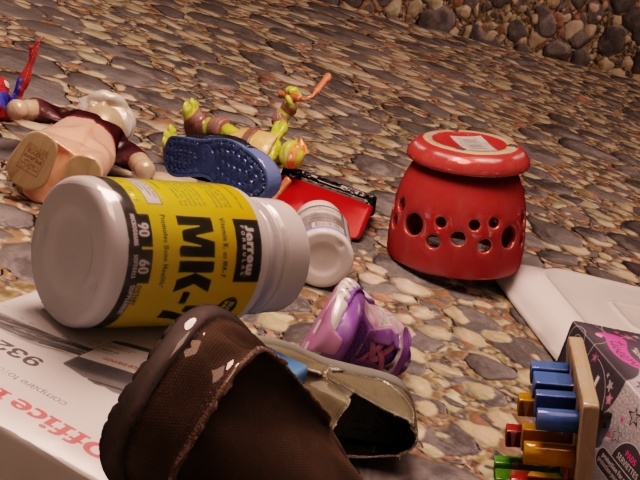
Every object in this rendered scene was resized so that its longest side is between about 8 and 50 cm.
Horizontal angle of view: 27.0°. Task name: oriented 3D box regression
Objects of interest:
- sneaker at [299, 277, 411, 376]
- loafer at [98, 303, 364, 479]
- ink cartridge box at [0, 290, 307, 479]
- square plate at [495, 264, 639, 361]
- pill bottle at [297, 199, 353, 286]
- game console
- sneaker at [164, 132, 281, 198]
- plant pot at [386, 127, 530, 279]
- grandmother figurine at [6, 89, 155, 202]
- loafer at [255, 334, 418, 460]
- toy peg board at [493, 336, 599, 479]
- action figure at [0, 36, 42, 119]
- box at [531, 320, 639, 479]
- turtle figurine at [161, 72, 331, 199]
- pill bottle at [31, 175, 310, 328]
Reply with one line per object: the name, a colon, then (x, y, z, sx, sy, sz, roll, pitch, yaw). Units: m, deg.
sneaker: (0.046, 0.103, 1.384, 0.104, 0.095, 0.236, 35, 4, 8)
loafer: (-0.024, 0.157, 0.896, 0.130, 0.134, 0.366, 26, -15, 26)
ink cartridge box: (-0.181, 0.145, 1.032, 0.223, 0.129, 0.307, 25, 19, 18)
square plate: (0.435, 0.126, 1.784, 0.344, 0.049, 0.347, 12, 19, -16)
pill bottle: (0.000, 0.000, 1.695, 0.078, 0.078, 0.137, 15, 18, -8)
game console: (0.001, -0.044, 1.925, 0.144, 0.085, 0.124, 20, -13, 5)
sneaker: (-0.109, -0.101, 1.741, 0.090, 0.081, 0.232, -6, 18, -38)
plant pot: (0.192, -0.055, 1.840, 0.191, 0.174, 0.191, 3, 19, -1)
grandmother figurine: (-0.316, -0.129, 1.757, 0.207, 0.104, 0.342, 36, 14, -5)
loafer: (-0.012, 0.151, 1.227, 0.251, 0.094, 0.087, 9, 16, -26)
toy peg board: (0.205, 0.190, 1.239, 0.079, 0.161, 0.161, 3, 18, 4)
action figure: (-0.450, -0.208, 1.794, 0.091, 0.139, 0.280, 16, 16, -7)
box: (0.341, 0.203, 1.332, 0.163, 0.142, 0.247, 12, 19, -18)
turtle figurine: (-0.103, -0.144, 1.915, 0.217, 0.087, 0.270, 14, 61, 21)
pill bottle: (-0.117, 0.011, 1.085, 0.208, 0.119, 0.119, 1, 25, -43)
